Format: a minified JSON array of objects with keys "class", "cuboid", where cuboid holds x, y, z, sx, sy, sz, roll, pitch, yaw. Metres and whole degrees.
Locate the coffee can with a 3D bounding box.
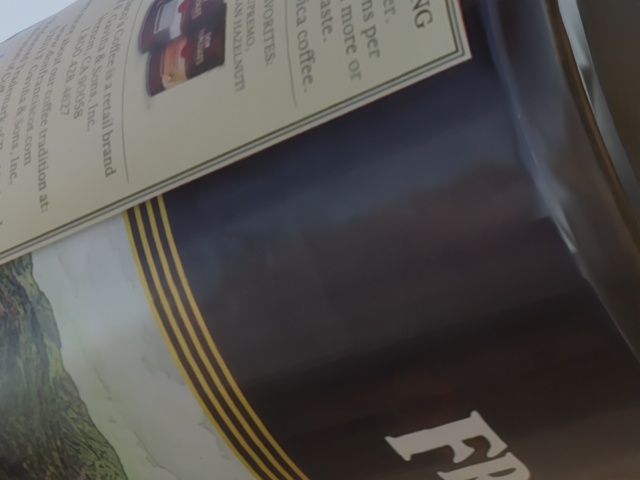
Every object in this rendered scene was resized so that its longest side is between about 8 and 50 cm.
[{"class":"coffee can","cuboid":[0.000,0.000,0.475,0.275,0.202,0.201,-21,-7,34]}]
